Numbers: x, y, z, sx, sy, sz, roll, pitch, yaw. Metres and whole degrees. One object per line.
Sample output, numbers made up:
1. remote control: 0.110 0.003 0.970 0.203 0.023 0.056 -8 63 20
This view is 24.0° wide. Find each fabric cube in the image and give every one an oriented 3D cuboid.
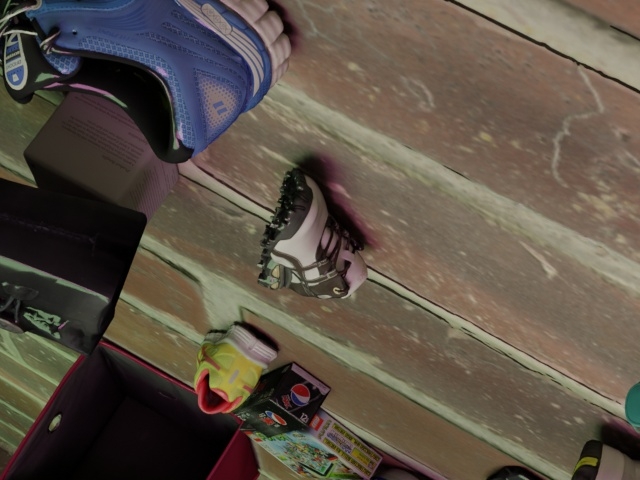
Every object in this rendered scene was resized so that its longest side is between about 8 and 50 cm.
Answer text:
1. fabric cube: -0.266 0.338 2.160 0.259 0.254 0.258 28 161 14

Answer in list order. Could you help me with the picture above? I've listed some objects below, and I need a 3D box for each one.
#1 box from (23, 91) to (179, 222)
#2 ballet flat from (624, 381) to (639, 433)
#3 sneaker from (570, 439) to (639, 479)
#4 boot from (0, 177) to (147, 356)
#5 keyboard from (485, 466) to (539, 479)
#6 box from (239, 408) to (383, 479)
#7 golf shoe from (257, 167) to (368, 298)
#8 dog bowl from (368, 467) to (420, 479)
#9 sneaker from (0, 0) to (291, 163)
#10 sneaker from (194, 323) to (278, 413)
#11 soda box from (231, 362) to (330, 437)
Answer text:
1. box: -0.194 -0.067 1.351 0.101 0.087 0.102 28 159 13
2. ballet flat: 0.304 0.122 1.085 0.070 0.070 0.188 43 160 -23
3. sneaker: 0.302 0.328 1.412 0.147 0.145 0.385 16 154 21
4. boot: -0.400 -0.009 1.360 0.445 0.146 0.367 14 169 -12
5. keyboard: 0.309 0.352 1.636 0.317 0.033 0.201 33 160 3
6. box: -0.015 0.255 1.896 0.114 0.036 0.207 39 160 -14
7. golf shoe: 0.000 0.000 1.251 0.094 0.077 0.198 21 166 3
8. dog bowl: 0.095 0.418 1.823 0.265 0.104 0.265 47 148 41
9. sneaker: -0.178 -0.176 0.989 0.330 0.147 0.130 39 159 -13
10. sneaker: -0.117 0.160 1.748 0.081 0.094 0.208 32 162 -2
11. soda box: -0.048 0.190 1.770 0.060 0.053 0.169 36 161 -8
